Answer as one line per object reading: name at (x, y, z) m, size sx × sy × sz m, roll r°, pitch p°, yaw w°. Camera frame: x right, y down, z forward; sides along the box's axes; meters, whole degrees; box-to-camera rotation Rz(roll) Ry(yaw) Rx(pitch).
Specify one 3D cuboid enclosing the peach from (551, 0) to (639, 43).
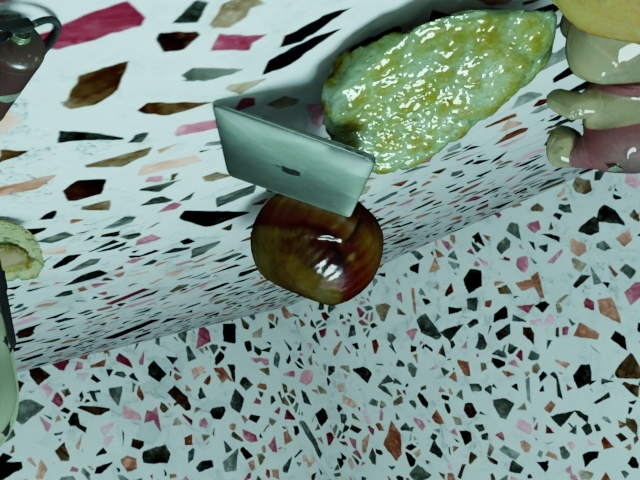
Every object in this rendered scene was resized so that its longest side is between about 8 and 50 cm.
peach at (0.264, -0.213, 0.477) m, size 0.232 × 0.233 × 0.232 m, roll -19°, pitch 171°, yaw -3°

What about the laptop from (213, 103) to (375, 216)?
laptop at (-0.036, -0.092, 0.869) m, size 0.187 × 0.015 × 0.269 m, roll 18°, pitch 168°, yaw 0°

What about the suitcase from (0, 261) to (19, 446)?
suitcase at (-0.373, 0.079, 0.436) m, size 0.351 × 0.339 × 0.194 m, roll -7°, pitch 165°, yaw -38°

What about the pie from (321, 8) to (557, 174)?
pie at (0.128, -0.176, 0.785) m, size 0.274 × 0.105 × 0.257 m, roll -21°, pitch 161°, yaw 6°

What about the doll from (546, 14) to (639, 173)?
doll at (0.323, -0.199, 0.721) m, size 0.152 × 0.256 × 0.196 m, roll 8°, pitch -141°, yaw 26°

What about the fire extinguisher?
fire extinguisher at (-0.236, -0.126, 0.514) m, size 0.157 × 0.045 × 0.078 m, roll -30°, pitch -166°, yaw 43°

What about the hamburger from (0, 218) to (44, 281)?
hamburger at (-0.430, 0.019, 0.826) m, size 0.102 × 0.087 × 0.176 m, roll -12°, pitch -179°, yaw 22°

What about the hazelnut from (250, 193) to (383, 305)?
hazelnut at (0.000, 0.000, 1.213) m, size 0.229 × 0.229 × 0.229 m, roll -19°, pitch 171°, yaw -3°
